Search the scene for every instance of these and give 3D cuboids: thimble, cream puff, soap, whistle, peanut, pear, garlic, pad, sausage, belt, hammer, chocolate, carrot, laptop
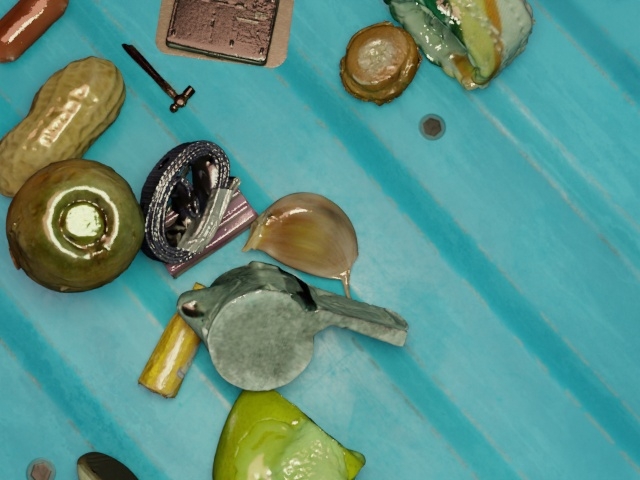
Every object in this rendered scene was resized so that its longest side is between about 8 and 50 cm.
[{"bbox_3d":[0.264,-0.430,1.663,0.167,0.254,0.288,-44,104,-4],"label":"thimble"},{"bbox_3d":[0.117,-0.339,1.712,0.165,0.115,0.150,-17,76,5],"label":"cream puff"},{"bbox_3d":[-0.230,-0.032,1.681,0.203,0.065,0.122,-34,84,-6],"label":"soap"},{"bbox_3d":[-0.047,0.135,1.588,0.404,0.168,0.188,-13,107,-10],"label":"whistle"},{"bbox_3d":[-0.500,-0.214,1.664,0.325,0.140,0.153,-46,69,-3],"label":"peanut"},{"bbox_3d":[-0.088,0.427,1.571,0.286,0.176,0.282,40,85,5],"label":"pear"},{"bbox_3d":[0.005,0.000,1.671,0.266,0.128,0.148,31,116,-7],"label":"garlic"},{"bbox_3d":[-0.192,-0.444,1.772,0.266,0.002,0.176,7,82,-1],"label":"pad"},{"bbox_3d":[-0.575,-0.427,1.723,0.077,0.077,0.194,42,81,4],"label":"sausage"},{"bbox_3d":[-0.250,-0.069,1.593,0.139,0.126,0.231,25,81,-25],"label":"belt"},{"bbox_3d":[-0.326,-0.332,1.745,0.065,0.021,0.178,-44,83,-7],"label":"hammer"},{"bbox_3d":[-0.263,0.183,1.646,0.085,0.085,0.219,22,80,1],"label":"chocolate"},{"bbox_3d":[-0.428,-0.020,1.526,0.224,0.340,0.224,1,87,-20],"label":"carrot"},{"bbox_3d":[-0.195,-0.439,1.755,0.207,0.026,0.154,12,81,-1],"label":"laptop"}]

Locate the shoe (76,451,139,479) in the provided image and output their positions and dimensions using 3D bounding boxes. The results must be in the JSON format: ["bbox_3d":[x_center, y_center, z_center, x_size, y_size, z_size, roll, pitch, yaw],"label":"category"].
[{"bbox_3d":[-0.358,0.506,1.588,0.098,0.103,0.275,-37,83,7],"label":"shoe"}]
